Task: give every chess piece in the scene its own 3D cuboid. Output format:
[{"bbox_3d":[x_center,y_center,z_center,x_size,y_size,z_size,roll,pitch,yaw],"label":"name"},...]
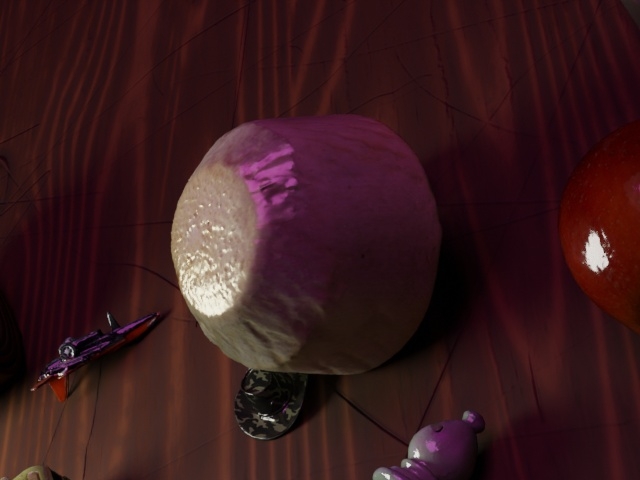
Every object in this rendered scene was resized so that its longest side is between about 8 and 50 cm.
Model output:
[{"bbox_3d":[0.072,0.268,1.745,0.271,0.139,0.139,-45,32,-23],"label":"chess piece"}]

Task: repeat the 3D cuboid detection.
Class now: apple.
[{"bbox_3d":[0.340,-0.012,1.674,0.218,0.218,0.201,-25,45,25],"label":"apple"}]

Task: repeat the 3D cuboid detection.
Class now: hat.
[{"bbox_3d":[-0.064,0.172,2.030,0.121,0.050,0.121,-30,35,24],"label":"hat"}]

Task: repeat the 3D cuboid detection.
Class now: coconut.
[{"bbox_3d":[0.000,0.000,1.963,0.328,0.329,0.329,-27,37,23],"label":"coconut"}]

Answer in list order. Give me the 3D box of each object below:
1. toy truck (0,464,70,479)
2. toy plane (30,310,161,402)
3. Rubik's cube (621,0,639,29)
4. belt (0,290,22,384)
[{"bbox_3d":[-0.378,0.348,2.100,0.191,0.116,0.085,-38,36,8],"label":"toy truck"},{"bbox_3d":[-0.294,0.138,2.291,0.189,0.061,0.130,-39,4,1],"label":"toy plane"},{"bbox_3d":[0.482,-0.374,1.807,0.347,0.344,0.346,-44,35,-4],"label":"Rubik's cube"},{"bbox_3d":[-0.521,0.103,2.420,0.122,0.217,0.339,-39,36,7],"label":"belt"}]
